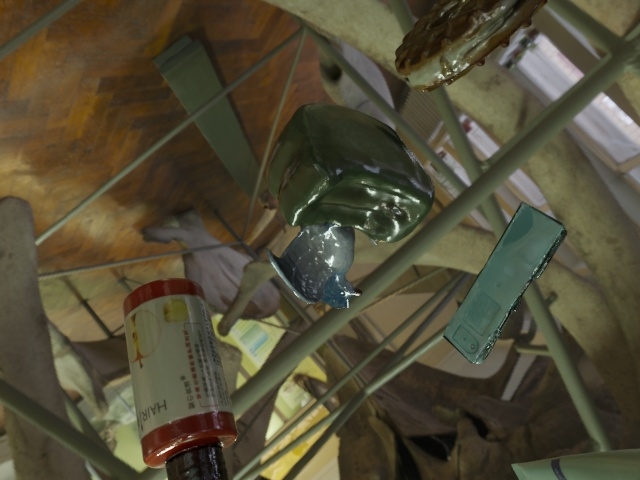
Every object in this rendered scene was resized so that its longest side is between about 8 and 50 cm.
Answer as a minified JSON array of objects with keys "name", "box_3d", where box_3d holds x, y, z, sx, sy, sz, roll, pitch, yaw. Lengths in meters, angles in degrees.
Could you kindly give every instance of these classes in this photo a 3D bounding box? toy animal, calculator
[{"name":"toy animal","box_3d":[0.000,0.000,0.700,0.176,0.255,0.239,-27,-156,32]},{"name":"calculator","box_3d":[0.184,0.047,0.510,0.018,0.057,0.171,3,119,-43]}]

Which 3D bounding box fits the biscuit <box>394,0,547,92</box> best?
[{"name":"biscuit","box_3d":[0.291,-0.431,0.994,0.332,0.103,0.332,-39,-158,19]}]

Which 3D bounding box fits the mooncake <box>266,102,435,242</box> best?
[{"name":"mooncake","box_3d":[0.031,-0.063,0.531,0.104,0.175,0.168,-57,-175,32]}]

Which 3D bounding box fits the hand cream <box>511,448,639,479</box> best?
[{"name":"hand cream","box_3d":[0.353,0.317,0.633,0.067,0.109,0.320,-20,156,-20]}]

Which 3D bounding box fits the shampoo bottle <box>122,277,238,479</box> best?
[{"name":"shampoo bottle","box_3d":[-0.158,0.184,0.576,0.105,0.278,0.104,-16,149,-10]}]
